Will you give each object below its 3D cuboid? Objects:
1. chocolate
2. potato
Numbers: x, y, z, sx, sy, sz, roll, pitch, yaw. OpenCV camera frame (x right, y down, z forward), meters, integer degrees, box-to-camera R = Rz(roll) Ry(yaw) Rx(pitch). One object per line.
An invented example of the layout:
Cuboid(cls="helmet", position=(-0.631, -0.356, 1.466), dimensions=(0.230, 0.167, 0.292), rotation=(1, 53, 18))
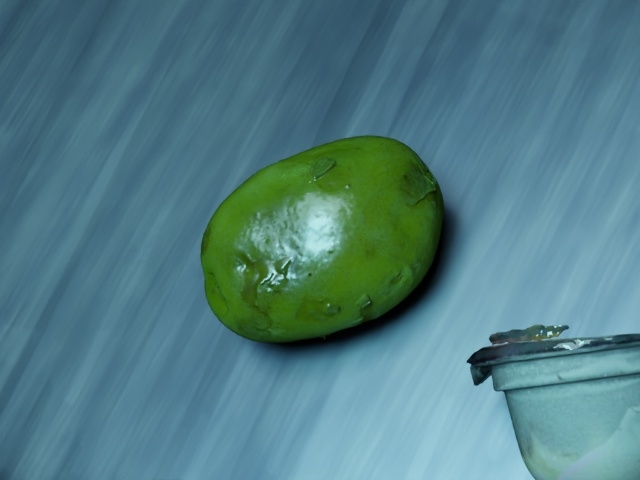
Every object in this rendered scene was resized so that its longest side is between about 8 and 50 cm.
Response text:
Cuboid(cls="chocolate", position=(0.227, 0.151, 1.343), dimensions=(0.221, 0.221, 0.147), rotation=(-2, 83, 22))
Cuboid(cls="potato", position=(0.000, 0.000, 1.519), dimensions=(0.253, 0.148, 0.186), rotation=(-39, 54, 1))
